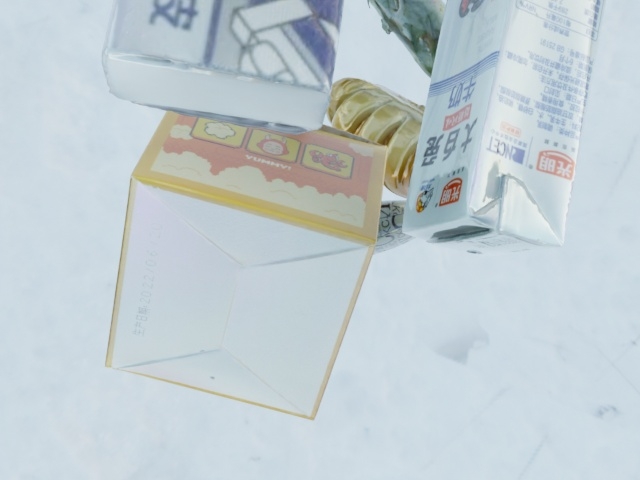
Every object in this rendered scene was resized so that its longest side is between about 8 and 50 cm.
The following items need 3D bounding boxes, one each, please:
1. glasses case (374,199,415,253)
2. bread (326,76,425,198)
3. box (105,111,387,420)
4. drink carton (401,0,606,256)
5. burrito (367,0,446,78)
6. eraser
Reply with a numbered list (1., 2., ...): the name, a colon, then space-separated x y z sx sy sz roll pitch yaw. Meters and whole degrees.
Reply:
1. glasses case: 0.000 0.000 1.465 0.354 0.137 0.085 -14 80 11
2. bread: 0.139 -0.118 1.254 0.311 0.172 0.121 40 108 27
3. box: -0.084 0.017 1.029 0.259 0.214 0.284 14 128 -4
4. drink carton: 0.173 -0.146 0.809 0.106 0.130 0.315 15 79 -18
5. burrito: 0.150 -0.340 1.356 0.309 0.066 0.096 48 122 0
6. eraser: -0.043 -0.176 0.509 0.124 0.068 0.210 9 74 -3
